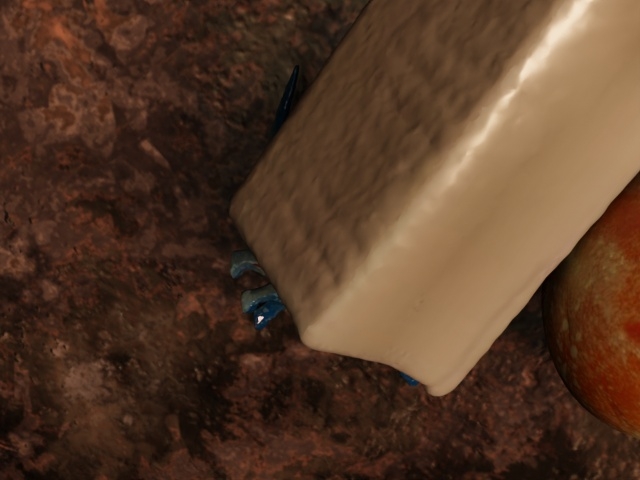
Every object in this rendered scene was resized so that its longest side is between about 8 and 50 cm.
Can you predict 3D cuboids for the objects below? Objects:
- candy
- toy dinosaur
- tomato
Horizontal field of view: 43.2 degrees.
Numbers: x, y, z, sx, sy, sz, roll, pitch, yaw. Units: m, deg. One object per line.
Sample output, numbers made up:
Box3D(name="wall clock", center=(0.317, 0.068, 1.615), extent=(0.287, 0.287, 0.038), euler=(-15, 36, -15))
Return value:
Box3D(name="candy", center=(0.099, -0.090, 0.557), extent=(0.145, 0.208, 0.359), euler=(24, 112, -35))
Box3D(name="toy dinosaur", center=(-0.024, 0.019, 0.743), extent=(0.144, 0.076, 0.329), euler=(-19, 109, 12))
Box3D(name="tomato", center=(0.294, 0.030, 0.576), extent=(0.270, 0.270, 0.223), euler=(-10, 75, 17))
